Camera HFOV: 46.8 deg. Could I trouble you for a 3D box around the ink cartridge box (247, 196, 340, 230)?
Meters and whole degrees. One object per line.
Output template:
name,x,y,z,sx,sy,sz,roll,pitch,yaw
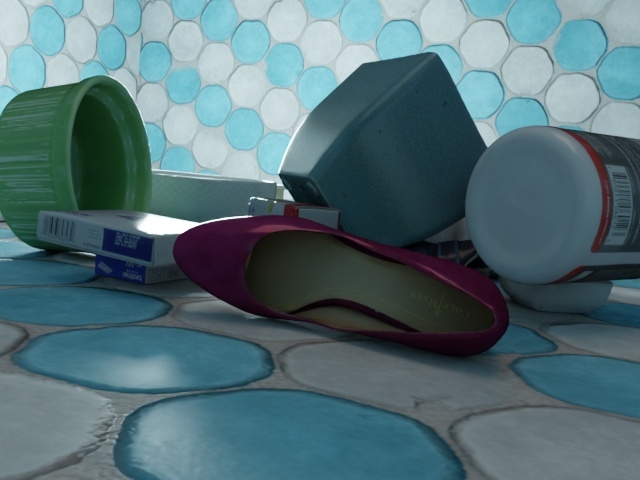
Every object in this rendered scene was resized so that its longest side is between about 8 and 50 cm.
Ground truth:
ink cartridge box,-0.046,0.006,1.088,0.072,0.127,0.175,2,7,-26

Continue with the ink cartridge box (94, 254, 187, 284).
ink cartridge box,-0.231,0.028,1.121,0.097,0.046,0.207,10,7,28

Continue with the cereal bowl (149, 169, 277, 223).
cereal bowl,-0.269,-0.081,1.689,0.339,0.141,0.339,4,6,0

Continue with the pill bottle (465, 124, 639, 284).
pill bottle,0.400,-0.046,1.057,0.363,0.210,0.210,0,7,-37

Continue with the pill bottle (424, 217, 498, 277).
pill bottle,0.290,-0.011,1.385,0.283,0.161,0.161,3,6,-19

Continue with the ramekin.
ramekin,-0.414,-0.121,1.249,0.148,0.303,0.303,-1,5,11

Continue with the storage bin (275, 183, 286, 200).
storage bin,-0.261,-0.111,2.089,0.260,0.123,0.262,3,7,-21

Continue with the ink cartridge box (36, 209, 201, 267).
ink cartridge box,-0.234,-0.010,1.038,0.223,0.045,0.224,11,8,30

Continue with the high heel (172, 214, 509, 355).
high heel,0.010,0.036,0.792,0.377,0.127,0.181,9,-4,5

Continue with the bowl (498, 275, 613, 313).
bowl,0.350,0.075,1.121,0.142,0.053,0.142,5,6,-13

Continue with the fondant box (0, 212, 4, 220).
fondant box,-0.748,-0.110,1.803,0.330,0.096,0.238,9,7,42

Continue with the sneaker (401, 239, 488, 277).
sneaker,0.183,0.030,1.175,0.163,0.086,0.226,-5,14,9

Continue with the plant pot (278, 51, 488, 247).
plant pot,0.084,-0.116,1.168,0.252,0.248,0.247,-38,21,-14
